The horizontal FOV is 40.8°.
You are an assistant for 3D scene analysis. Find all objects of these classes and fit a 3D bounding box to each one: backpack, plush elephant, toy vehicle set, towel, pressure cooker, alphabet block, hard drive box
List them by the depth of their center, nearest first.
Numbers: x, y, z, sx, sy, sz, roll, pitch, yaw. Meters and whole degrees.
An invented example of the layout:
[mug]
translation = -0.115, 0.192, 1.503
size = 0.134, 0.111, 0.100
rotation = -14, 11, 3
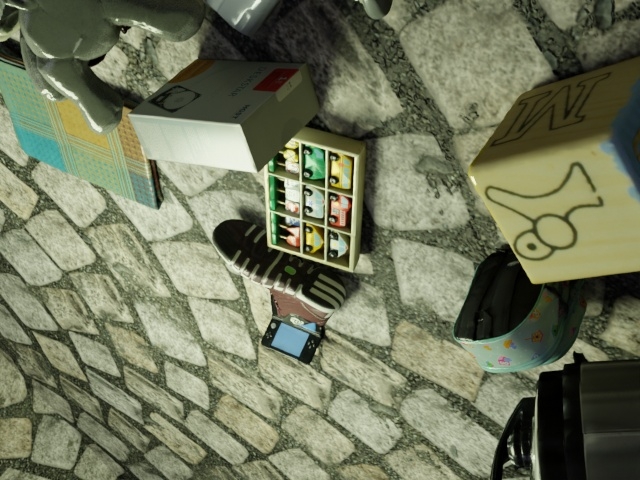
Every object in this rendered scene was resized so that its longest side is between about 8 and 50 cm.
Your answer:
[alphabet block]
translation = 0.331, -0.082, 1.035
size = 0.197, 0.193, 0.192
rotation = -11, 119, 47
[pressure cooker]
translation = 0.439, 0.334, 1.159
size = 0.420, 0.370, 0.376
rotation = -6, 85, 17
[backpack]
translation = 0.292, 0.110, 1.272
size = 0.166, 0.188, 0.144
rotation = -14, 118, 47
[plush elephant]
translation = -0.387, -0.370, 1.329
size = 0.330, 0.255, 0.272
rotation = 25, 117, -30
[hard drive box]
translation = -0.148, -0.199, 1.340
size = 0.232, 0.181, 0.089
rotation = 10, 134, 33
[toy vehicle set]
translation = -0.011, -0.071, 1.448
size = 0.166, 0.035, 0.267
rotation = 16, 137, 15
[towel]
translation = -0.486, -0.222, 1.734
size = 0.370, 0.040, 0.271
rotation = 22, 141, 20

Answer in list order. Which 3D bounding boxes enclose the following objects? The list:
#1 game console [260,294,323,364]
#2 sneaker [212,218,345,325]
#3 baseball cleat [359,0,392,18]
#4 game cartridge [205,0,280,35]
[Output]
[game console]
translation = -0.063, 0.180, 1.757
size = 0.122, 0.107, 0.071
rotation = 20, 168, 26
[sneaker]
translation = -0.095, 0.084, 1.656
size = 0.281, 0.106, 0.162
rotation = 33, 146, 9
[baseball cleat]
translation = 0.098, -0.356, 1.054
size = 0.109, 0.072, 0.206
rotation = 17, 142, 19
[game cartridge]
translation = -0.159, -0.446, 1.202
size = 0.294, 0.060, 0.196
rotation = 43, 140, -5
